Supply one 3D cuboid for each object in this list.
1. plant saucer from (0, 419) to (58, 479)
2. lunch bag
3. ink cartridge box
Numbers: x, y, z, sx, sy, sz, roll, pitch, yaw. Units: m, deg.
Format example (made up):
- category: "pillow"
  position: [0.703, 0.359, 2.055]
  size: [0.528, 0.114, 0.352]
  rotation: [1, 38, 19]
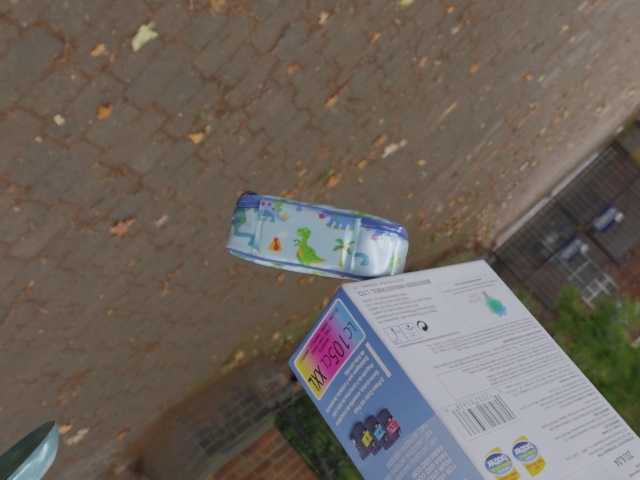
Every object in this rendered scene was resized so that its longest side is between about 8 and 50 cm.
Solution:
- category: "plant saucer"
  position: [-0.498, 0.388, 1.147]
  size: [0.318, 0.043, 0.317]
  rotation: [-38, -171, 7]
- category: "lunch bag"
  position: [0.000, 0.000, 1.018]
  size: [0.176, 0.219, 0.090]
  rotation: [19, 81, -75]
- category: "ink cartridge box"
  position: [0.187, 0.219, 0.883]
  size: [0.270, 0.395, 0.151]
  rotation: [-7, 138, -42]
